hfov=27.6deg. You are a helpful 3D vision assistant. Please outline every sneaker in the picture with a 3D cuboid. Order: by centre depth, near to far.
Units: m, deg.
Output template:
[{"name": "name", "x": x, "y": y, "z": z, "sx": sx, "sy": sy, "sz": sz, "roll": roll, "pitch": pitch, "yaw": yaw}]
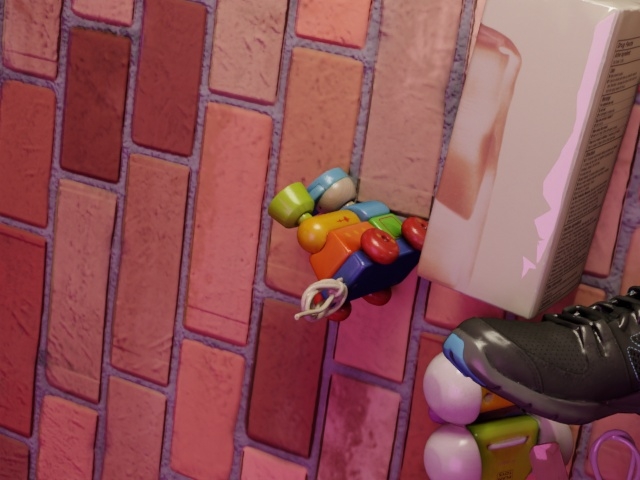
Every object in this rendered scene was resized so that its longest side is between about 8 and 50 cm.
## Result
[{"name": "sneaker", "x": 0.266, "y": 0.093, "z": 1.181, "sx": 0.125, "sy": 0.341, "sz": 0.139, "roll": 38, "pitch": 115, "yaw": 61}]

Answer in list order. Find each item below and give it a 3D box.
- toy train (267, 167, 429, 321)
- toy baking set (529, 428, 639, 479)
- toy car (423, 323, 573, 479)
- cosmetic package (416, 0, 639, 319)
[{"name": "toy train", "x": 0.000, "y": 0.000, "z": 1.307, "sx": 0.143, "sy": 0.248, "sz": 0.105, "roll": 47, "pitch": 118, "yaw": 17}, {"name": "toy baking set", "x": 0.319, "y": 0.285, "z": 1.292, "sx": 0.256, "sy": 0.030, "sz": 0.196, "roll": 15, "pitch": 112, "yaw": 6}, {"name": "toy car", "x": 0.165, "y": 0.168, "z": 1.328, "sx": 0.136, "sy": 0.159, "sz": 0.181, "roll": 20, "pitch": 115, "yaw": 60}, {"name": "cosmetic package", "x": 0.205, "y": -0.094, "z": 1.229, "sx": 0.129, "sy": 0.153, "sz": 0.296, "roll": 22, "pitch": 110, "yaw": 24}]
